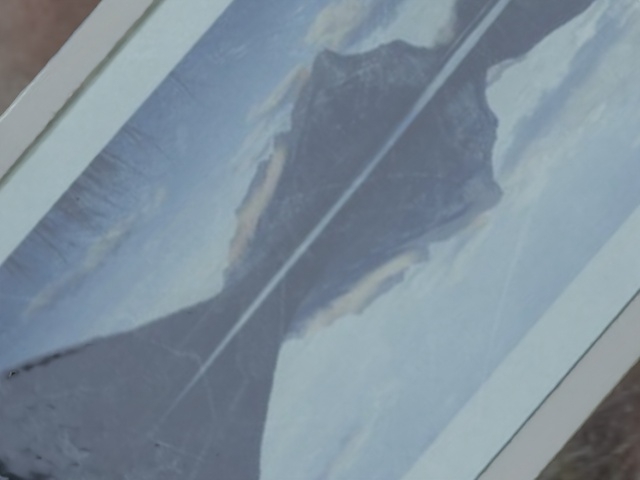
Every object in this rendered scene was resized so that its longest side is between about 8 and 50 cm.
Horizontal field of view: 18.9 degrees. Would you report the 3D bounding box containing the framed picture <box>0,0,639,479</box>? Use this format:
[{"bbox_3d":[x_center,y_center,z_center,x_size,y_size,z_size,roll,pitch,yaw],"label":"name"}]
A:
[{"bbox_3d":[0.000,0.000,0.444,0.150,0.015,0.203,42,90,0],"label":"framed picture"}]
